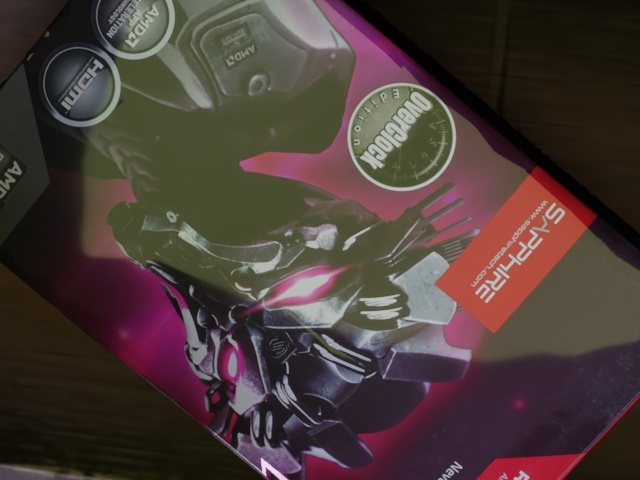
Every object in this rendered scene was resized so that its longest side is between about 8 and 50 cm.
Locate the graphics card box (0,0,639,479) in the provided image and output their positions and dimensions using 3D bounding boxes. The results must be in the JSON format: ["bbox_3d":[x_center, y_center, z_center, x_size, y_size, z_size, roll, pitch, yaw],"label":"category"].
[{"bbox_3d":[0.000,0.000,0.814,0.371,0.094,0.233,41,102,-2],"label":"graphics card box"}]
